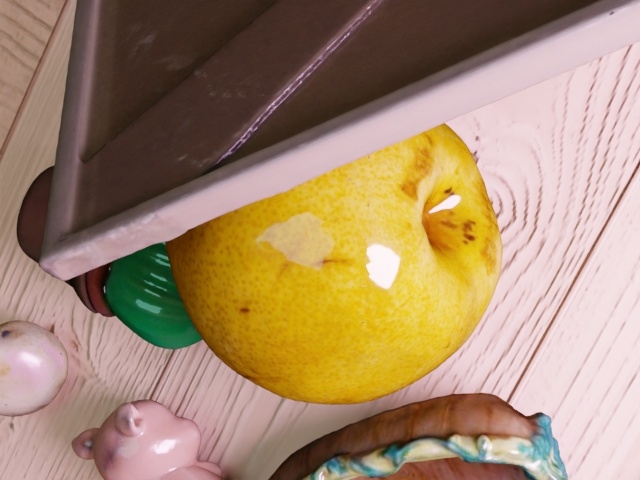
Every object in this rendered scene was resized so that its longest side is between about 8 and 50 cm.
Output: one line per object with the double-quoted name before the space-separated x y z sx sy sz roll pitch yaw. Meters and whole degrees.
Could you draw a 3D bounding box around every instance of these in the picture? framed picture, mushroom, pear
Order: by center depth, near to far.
"framed picture" 0.043 -0.172 0.560 0.446 0.028 0.326 -22 43 14
"pear" 0.000 0.000 0.608 0.209 0.209 0.209 -2 86 26
"mushroom" -0.251 0.105 0.803 0.083 0.067 0.083 -1 109 -2

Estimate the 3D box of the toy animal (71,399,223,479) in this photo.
"toy animal" -0.115 0.177 0.721 0.150 0.089 0.083 44 102 13

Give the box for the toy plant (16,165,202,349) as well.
"toy plant" -0.125 0.002 0.732 0.200 0.105 0.143 19 83 9

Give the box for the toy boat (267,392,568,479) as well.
"toy boat" 0.022 0.178 0.643 0.293 0.108 0.099 -30 48 20
